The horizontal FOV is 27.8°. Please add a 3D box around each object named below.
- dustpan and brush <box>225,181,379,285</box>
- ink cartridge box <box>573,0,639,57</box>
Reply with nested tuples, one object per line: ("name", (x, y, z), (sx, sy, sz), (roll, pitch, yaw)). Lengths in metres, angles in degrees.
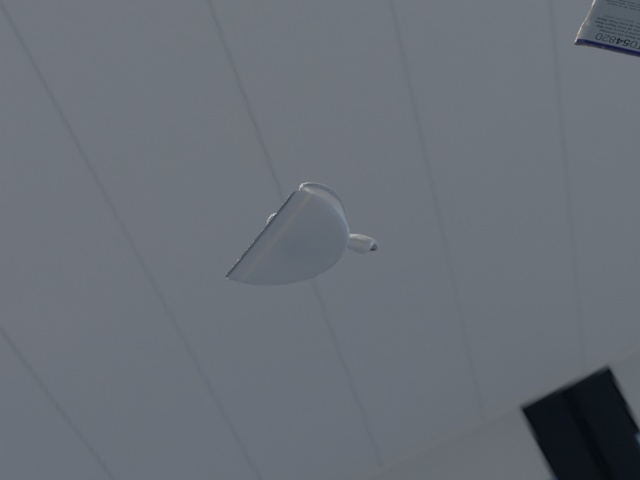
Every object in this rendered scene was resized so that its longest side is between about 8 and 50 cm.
("dustpan and brush", (0.000, 0.000, 1.489), (0.211, 0.060, 0.147), (18, -58, -40))
("ink cartridge box", (0.389, -0.236, 1.258), (0.224, 0.223, 0.045), (-59, -28, -24))
